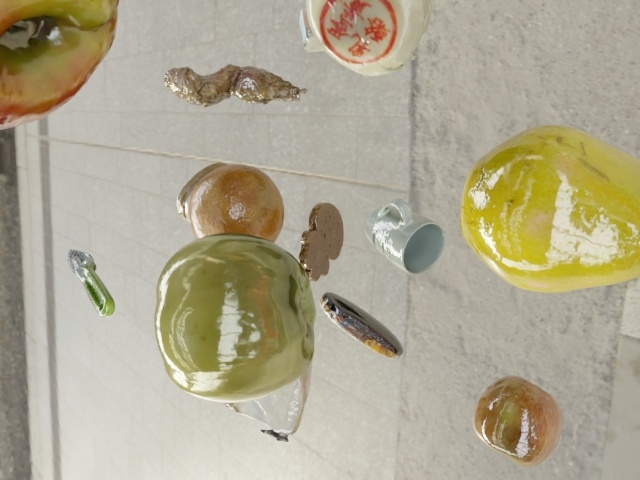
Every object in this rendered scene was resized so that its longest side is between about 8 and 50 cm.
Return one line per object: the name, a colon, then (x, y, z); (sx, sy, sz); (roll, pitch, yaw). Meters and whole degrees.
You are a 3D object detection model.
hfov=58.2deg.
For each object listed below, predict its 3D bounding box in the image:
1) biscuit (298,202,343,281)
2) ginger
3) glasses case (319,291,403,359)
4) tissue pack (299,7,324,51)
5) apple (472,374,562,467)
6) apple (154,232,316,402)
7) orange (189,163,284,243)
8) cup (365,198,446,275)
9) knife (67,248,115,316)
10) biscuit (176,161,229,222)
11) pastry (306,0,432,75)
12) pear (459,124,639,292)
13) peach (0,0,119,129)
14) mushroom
biscuit: (0.000, 0.000, 1.123); (0.026, 0.175, 0.124); (-2, 129, 30)
ginger: (-0.160, -0.279, 1.063); (0.122, 0.290, 0.084); (39, 125, 33)
glasses case: (0.129, 0.266, 1.794); (0.082, 0.321, 0.122); (-50, 19, 10)
tissue pack: (-0.008, -0.500, 1.357); (0.059, 0.074, 0.095); (97, 162, -66)
apple: (0.443, 0.400, 1.287); (0.188, 0.188, 0.174); (28, 86, 45)
apple: (-0.131, 0.119, 0.889); (0.262, 0.262, 0.263); (8, 100, 49)
orange: (-0.166, -0.051, 1.136); (0.206, 0.206, 0.206); (8, 100, 49)
cup: (0.258, -0.042, 1.889); (0.234, 0.186, 0.258); (35, 154, 47)
knife: (-0.229, 0.038, 0.575); (0.184, 0.026, 0.022); (28, 108, 55)
biscuit: (-0.259, -0.108, 1.395); (0.049, 0.208, 0.181); (43, 101, 15)
pastry: (0.092, -0.446, 1.101); (0.264, 0.133, 0.265); (14, 132, 15)
pear: (0.407, -0.041, 0.976); (0.336, 0.285, 0.285); (37, 124, 15)
peach: (-0.370, -0.250, 0.490); (0.373, 0.372, 0.290); (60, 155, 26)
mushroom: (-0.105, 0.271, 1.537); (0.224, 0.314, 0.398); (15, 125, 10)
